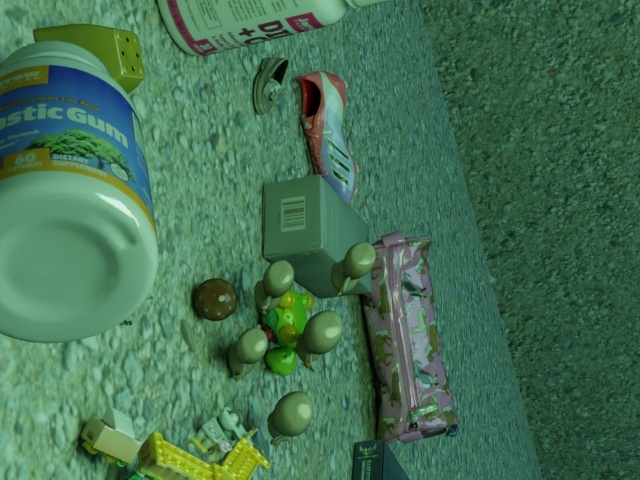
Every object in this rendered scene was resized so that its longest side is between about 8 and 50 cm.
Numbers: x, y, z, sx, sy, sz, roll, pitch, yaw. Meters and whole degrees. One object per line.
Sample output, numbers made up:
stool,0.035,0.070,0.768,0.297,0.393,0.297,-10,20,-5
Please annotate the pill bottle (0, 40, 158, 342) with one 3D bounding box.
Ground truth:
pill bottle,-0.219,-0.057,0.801,0.272,0.152,0.152,-110,175,-51

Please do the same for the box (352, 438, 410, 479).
box,0.117,0.483,1.703,0.232,0.059,0.183,62,25,-43

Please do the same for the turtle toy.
turtle toy,-0.051,0.127,1.389,0.095,0.066,0.130,17,65,-67

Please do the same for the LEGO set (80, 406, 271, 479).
LEGO set,-0.156,0.257,1.040,0.132,0.107,0.287,50,14,22

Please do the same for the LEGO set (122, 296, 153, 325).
LEGO set,-0.208,0.052,1.059,0.083,0.023,0.054,-55,131,-46

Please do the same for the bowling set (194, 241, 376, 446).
bowling set,-0.064,0.101,1.266,0.287,0.200,0.154,-63,-178,-19

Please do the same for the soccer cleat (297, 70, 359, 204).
soccer cleat,0.006,-0.174,1.706,0.095,0.083,0.248,-1,86,-41

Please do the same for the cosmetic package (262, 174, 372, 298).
cosmetic package,0.000,0.000,1.547,0.238,0.107,0.127,48,37,-61

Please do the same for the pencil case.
pencil case,0.156,0.180,1.821,0.160,0.167,0.386,-3,82,-35

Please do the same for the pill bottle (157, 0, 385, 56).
pill bottle,-0.059,-0.345,1.265,0.160,0.283,0.160,-10,90,-70

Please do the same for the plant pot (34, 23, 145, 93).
plant pot,-0.231,-0.184,1.004,0.081,0.083,0.081,-18,98,-70

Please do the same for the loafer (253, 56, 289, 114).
loafer,-0.077,-0.249,1.537,0.045,0.039,0.125,63,26,-43
